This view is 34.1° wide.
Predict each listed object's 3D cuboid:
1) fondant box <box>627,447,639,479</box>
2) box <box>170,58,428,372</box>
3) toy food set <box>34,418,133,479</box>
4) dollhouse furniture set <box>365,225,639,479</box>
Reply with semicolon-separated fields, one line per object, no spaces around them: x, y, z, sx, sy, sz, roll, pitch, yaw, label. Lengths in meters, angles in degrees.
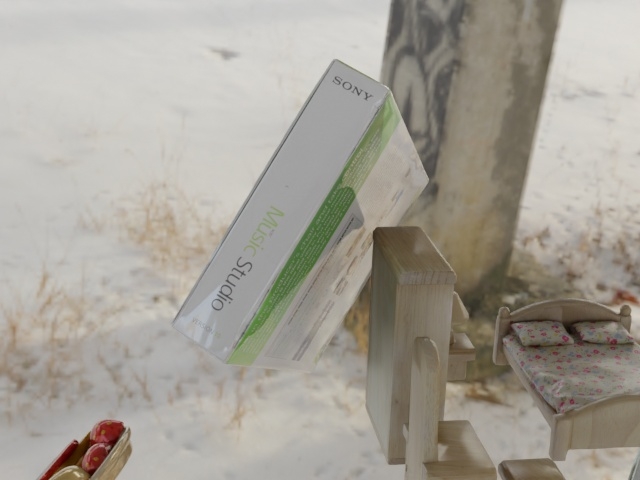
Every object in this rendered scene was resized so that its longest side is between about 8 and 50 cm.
0.472;0.304;1.030;0.330;0.096;0.238;18;-17;23;fondant box
0.000;0.000;0.896;0.058;0.232;0.322;31;-2;12;box
-0.102;0.101;0.393;0.020;0.082;0.083;42;31;-6;toy food set
0.226;0.088;0.880;0.355;0.174;0.303;-1;19;-7;dollhouse furniture set
